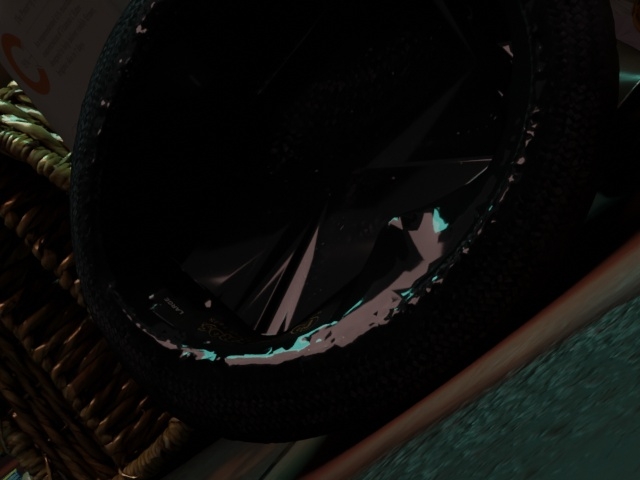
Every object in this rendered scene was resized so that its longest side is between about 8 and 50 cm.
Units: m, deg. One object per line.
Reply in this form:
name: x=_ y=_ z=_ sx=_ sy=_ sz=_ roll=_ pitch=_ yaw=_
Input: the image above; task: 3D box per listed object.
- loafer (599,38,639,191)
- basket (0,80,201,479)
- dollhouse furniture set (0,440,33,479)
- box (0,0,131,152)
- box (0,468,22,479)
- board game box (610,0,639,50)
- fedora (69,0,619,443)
loafer: x=0.160 y=-0.078 z=1.068 sx=0.080 sy=0.078 sz=0.220 roll=-40 pitch=3 yaw=-9
basket: x=-0.183 y=0.032 z=1.418 sx=0.223 sy=0.299 sz=0.213 roll=-39 pitch=-3 yaw=-21
dollhouse furniture set: x=-0.369 y=0.207 z=1.593 sx=0.212 sy=0.242 sz=0.161 roll=-38 pitch=-10 yaw=3
box: x=-0.049 y=-0.092 z=1.262 sx=0.168 sy=0.345 sz=0.215 roll=-41 pitch=4 yaw=-25
box: x=-0.344 y=0.297 z=1.810 sx=0.169 sy=0.054 sz=0.059 roll=-42 pitch=4 yaw=-40
board game box: x=0.097 y=-0.217 z=1.253 sx=0.066 sy=0.318 sz=0.318 roll=-47 pitch=2 yaw=-4
fedora: x=0.027 y=-0.044 z=1.008 sx=0.334 sy=0.334 sz=0.152 roll=-38 pitch=-27 yaw=19
